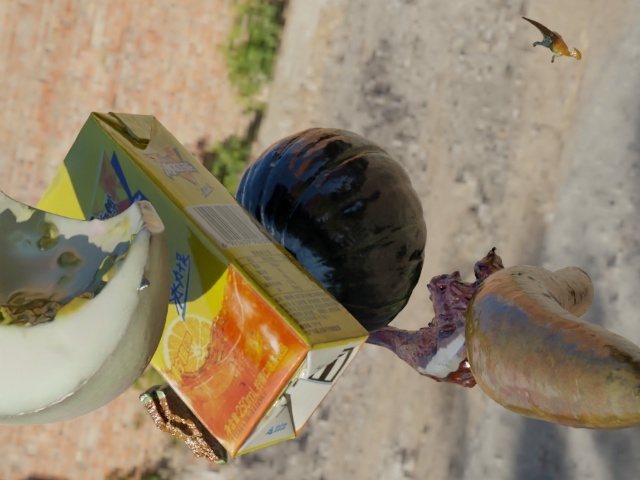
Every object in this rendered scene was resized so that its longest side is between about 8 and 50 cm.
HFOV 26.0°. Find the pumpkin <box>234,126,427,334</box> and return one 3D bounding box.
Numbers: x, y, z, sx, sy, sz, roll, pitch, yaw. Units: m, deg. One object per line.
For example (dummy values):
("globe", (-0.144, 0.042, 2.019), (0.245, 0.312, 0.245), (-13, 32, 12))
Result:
("pumpkin", (0.000, 0.000, 1.566), (0.216, 0.250, 0.250), (-35, -19, -33))

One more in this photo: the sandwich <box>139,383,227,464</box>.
("sandwich", (-0.156, 0.206, 1.606), (0.029, 0.135, 0.067), (-30, 33, 23))

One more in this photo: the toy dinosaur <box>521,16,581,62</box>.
("toy dinosaur", (0.307, -0.272, 1.879), (0.041, 0.113, 0.026), (-20, 44, 59))

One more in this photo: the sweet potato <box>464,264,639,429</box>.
("sweet potato", (0.150, 0.066, 0.932), (0.346, 0.108, 0.079), (-76, -4, -78))

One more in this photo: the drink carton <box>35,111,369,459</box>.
("drink carton", (-0.131, 0.036, 1.380), (0.111, 0.351, 0.154), (-4, -47, -56))

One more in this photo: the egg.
("egg", (-0.241, 0.060, 1.211), (0.162, 0.271, 0.206), (29, -114, -69))

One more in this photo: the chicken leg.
("chicken leg", (0.147, 0.118, 1.748), (0.096, 0.158, 0.407), (-41, 12, -29))
